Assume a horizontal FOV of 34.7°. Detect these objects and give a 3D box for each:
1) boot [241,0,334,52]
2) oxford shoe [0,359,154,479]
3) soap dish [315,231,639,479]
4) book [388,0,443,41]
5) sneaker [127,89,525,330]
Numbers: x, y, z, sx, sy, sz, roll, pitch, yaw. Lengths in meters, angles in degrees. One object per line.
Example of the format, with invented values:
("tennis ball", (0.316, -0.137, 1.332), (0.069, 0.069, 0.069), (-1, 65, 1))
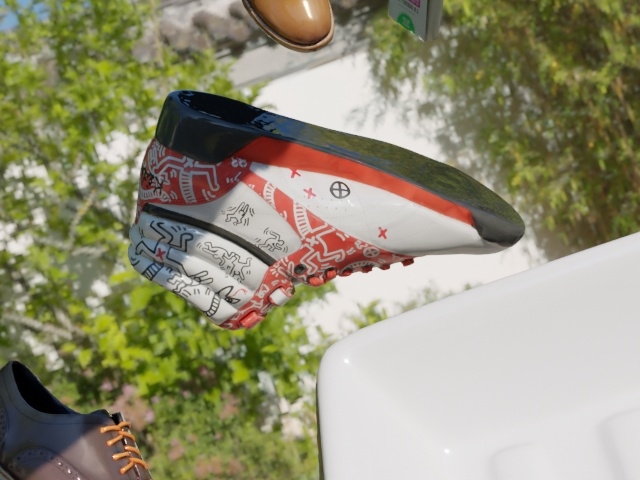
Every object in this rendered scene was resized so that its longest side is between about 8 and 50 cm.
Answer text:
("boot", (-0.037, -0.270, 0.862), (0.073, 0.197, 0.152), (-22, -14, -16))
("oxford shoe", (-0.166, 0.184, 0.771), (0.098, 0.271, 0.097), (-62, -19, -2))
("soap dish", (0.144, 0.109, 0.446), (0.290, 0.118, 0.229), (-21, 38, 13))
("book", (0.131, -0.358, 1.399), (0.035, 0.144, 0.096), (-20, 42, -24))
("sneaker", (-0.001, -0.001, 0.728), (0.270, 0.145, 0.090), (16, 22, -14))
